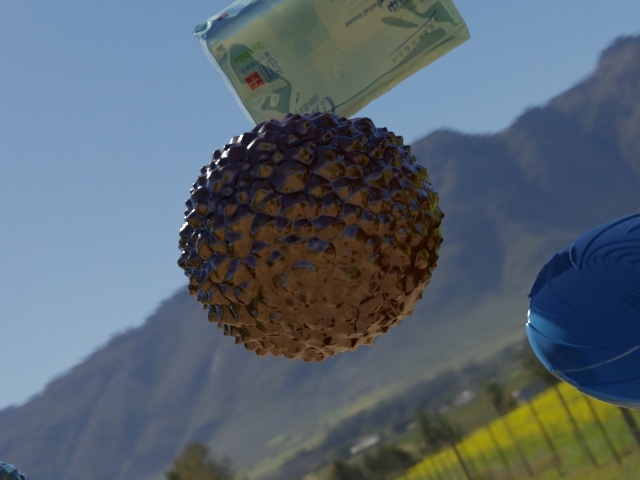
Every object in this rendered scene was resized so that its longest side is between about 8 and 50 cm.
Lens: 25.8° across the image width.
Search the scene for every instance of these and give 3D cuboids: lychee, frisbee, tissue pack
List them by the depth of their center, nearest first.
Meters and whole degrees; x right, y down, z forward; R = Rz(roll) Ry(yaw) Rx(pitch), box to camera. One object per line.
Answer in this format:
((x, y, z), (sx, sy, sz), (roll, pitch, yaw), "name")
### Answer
((0.000, 0.000, 1.072), (0.200, 0.200, 0.238), (-31, -34, 27), "lychee")
((0.283, 0.041, 1.129), (0.242, 0.242, 0.045), (-25, -53, -9), "frisbee")
((0.014, -0.228, 1.549), (0.263, 0.177, 0.089), (-34, 17, -2), "tissue pack")

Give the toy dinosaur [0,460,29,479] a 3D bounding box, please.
((-0.253, 0.186, 1.009), (0.076, 0.363, 0.147), (-47, 29, 10), "toy dinosaur")
